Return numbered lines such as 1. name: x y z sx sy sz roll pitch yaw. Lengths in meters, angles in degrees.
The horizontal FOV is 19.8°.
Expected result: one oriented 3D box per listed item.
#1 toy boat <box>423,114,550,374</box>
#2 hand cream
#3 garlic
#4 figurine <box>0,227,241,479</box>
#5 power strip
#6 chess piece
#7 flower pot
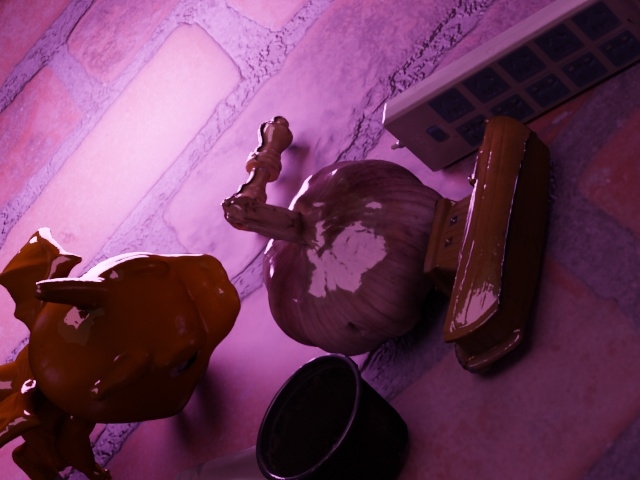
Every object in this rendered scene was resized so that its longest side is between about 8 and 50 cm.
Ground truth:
1. toy boat: 0.180 -0.004 2.003 0.121 0.089 0.321 -18 45 36
2. hand cream: -0.099 0.275 2.126 0.186 0.054 0.087 -21 38 31
3. garlic: 0.000 0.000 2.088 0.245 0.253 0.245 -39 36 36
4. figurine: -0.308 0.171 2.292 0.387 0.268 0.401 -37 22 47
5. power strip: 0.223 -0.187 2.117 0.367 0.106 0.043 -29 35 33
6. chess piece: -0.078 -0.096 2.458 0.060 0.060 0.172 -16 46 44
7. flower pot: 0.021 0.213 1.979 0.157 0.107 0.157 -34 38 31
